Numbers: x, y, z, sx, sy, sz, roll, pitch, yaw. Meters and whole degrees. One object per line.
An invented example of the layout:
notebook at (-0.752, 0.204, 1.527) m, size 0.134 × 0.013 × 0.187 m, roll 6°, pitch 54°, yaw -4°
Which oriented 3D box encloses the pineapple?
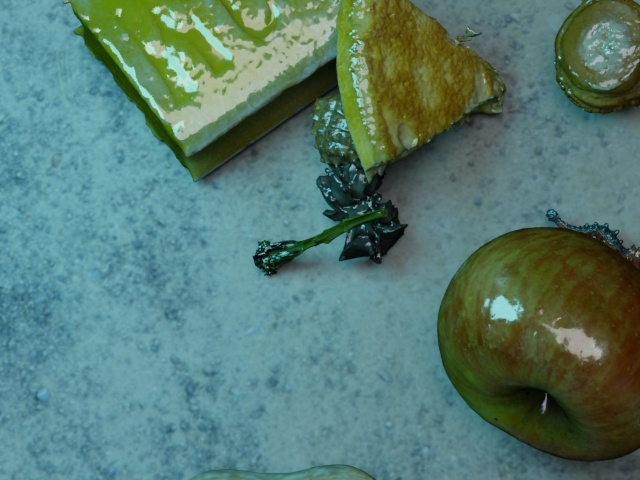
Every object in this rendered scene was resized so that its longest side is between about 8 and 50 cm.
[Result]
pineapple at (0.052, -0.082, 1.981) m, size 0.119 × 0.111 × 0.237 m, roll -10°, pitch 79°, yaw 18°

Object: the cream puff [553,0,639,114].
cream puff at (0.395, -0.250, 2.002) m, size 0.150 × 0.115 × 0.165 m, roll 42°, pitch 89°, yaw 20°

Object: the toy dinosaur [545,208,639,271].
toy dinosaur at (0.369, 0.001, 1.964) m, size 0.154 × 0.049 × 0.055 m, roll 30°, pitch 80°, yaw 6°

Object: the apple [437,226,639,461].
apple at (0.303, 0.117, 1.824) m, size 0.309 × 0.277 × 0.250 m, roll 35°, pitch 57°, yaw 0°

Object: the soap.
soap at (-0.135, -0.290, 2.028) m, size 0.335 × 0.156 × 0.293 m, roll -33°, pitch 75°, yaw -9°

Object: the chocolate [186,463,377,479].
chocolate at (-0.062, 0.347, 1.846) m, size 0.309 × 0.134 × 0.134 m, roll -4°, pitch 73°, yaw 4°

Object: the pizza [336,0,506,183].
pizza at (0.138, -0.202, 1.972) m, size 0.287 × 0.075 × 0.280 m, roll 9°, pitch 76°, yaw -37°

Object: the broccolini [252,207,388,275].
broccolini at (0.000, 0.001, 1.941) m, size 0.218 × 0.044 × 0.042 m, roll -17°, pitch 61°, yaw 32°
